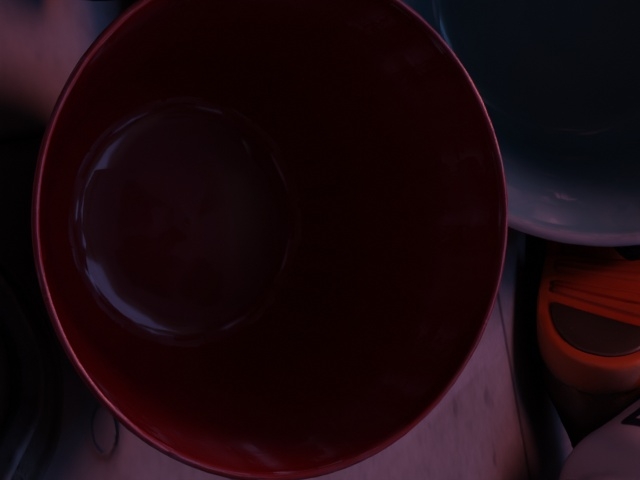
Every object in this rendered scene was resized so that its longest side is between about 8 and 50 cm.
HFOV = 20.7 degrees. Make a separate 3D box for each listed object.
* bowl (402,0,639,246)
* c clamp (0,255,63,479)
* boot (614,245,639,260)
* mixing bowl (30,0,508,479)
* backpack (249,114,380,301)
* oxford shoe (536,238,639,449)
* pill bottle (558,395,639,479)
[{"bbox_3d":[0.167,-0.156,1.069,0.163,0.311,0.311,-84,164,-86],"label":"bowl"},{"bbox_3d":[-0.122,0.052,0.542,0.160,0.022,0.137,-66,142,-55],"label":"c clamp"},{"bbox_3d":[0.241,-0.122,1.318,0.260,0.131,0.348,57,29,9],"label":"boot"},{"bbox_3d":[-0.033,-0.008,0.646,0.181,0.098,0.181,0,91,-27],"label":"mixing bowl"},{"bbox_3d":[0.000,0.000,0.766,0.084,0.105,0.114,47,11,7],"label":"backpack"},{"bbox_3d":[0.229,0.012,1.399,0.363,0.130,0.133,-67,161,-45],"label":"oxford shoe"},{"bbox_3d":[0.258,0.172,1.202,0.265,0.153,0.153,-28,111,-36],"label":"pill bottle"}]
